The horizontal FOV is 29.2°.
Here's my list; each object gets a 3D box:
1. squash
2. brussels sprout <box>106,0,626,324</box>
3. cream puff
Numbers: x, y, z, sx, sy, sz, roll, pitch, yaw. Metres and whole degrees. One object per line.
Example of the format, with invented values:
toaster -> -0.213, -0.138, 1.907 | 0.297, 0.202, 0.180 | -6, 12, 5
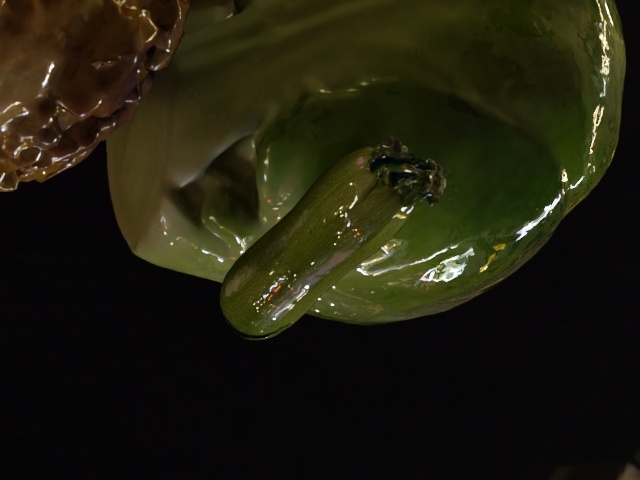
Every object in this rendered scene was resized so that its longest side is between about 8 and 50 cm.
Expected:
squash -> 0.000, 0.000, 0.658 | 0.052, 0.183, 0.052 | 19, -130, -25
brussels sprout -> 0.029, -0.083, 0.848 | 0.355, 0.289, 0.281 | -11, -96, -23
cream puff -> -0.215, -0.158, 0.705 | 0.343, 0.327, 0.231 | -42, -39, 15
